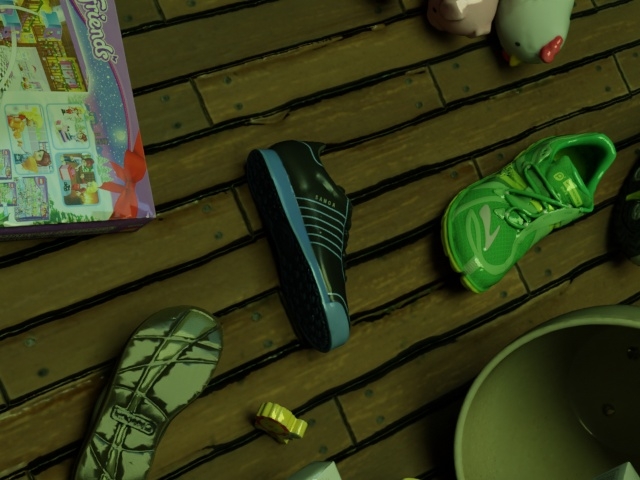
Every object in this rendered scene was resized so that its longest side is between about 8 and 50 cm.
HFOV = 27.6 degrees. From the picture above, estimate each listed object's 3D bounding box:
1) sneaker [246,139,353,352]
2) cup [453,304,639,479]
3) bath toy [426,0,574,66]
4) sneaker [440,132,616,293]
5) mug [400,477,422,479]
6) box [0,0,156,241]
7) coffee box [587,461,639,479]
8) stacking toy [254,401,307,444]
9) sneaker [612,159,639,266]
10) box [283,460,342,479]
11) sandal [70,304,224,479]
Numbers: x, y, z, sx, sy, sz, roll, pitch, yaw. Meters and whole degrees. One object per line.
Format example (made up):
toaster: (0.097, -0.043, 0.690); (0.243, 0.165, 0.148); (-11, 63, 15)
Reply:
sneaker: (0.000, 0.000, 1.384); (0.090, 0.081, 0.232); (-14, 81, -29)
cup: (0.337, 0.202, 1.427); (0.331, 0.331, 0.237); (59, 27, -4)
bath toy: (0.172, -0.312, 1.573); (0.348, 0.151, 0.129); (29, 35, -30)
sneaker: (0.247, -0.050, 1.539); (0.109, 0.123, 0.295); (53, 55, -8)
mug: (0.101, 0.290, 1.342); (0.064, 0.078, 0.062); (18, 102, -39)
box: (-0.284, -0.146, 1.259); (0.201, 0.057, 0.293); (-5, 77, -34)
coffee box: (0.236, 0.346, 1.314); (0.141, 0.247, 0.098); (57, 24, -3)
stacking toy: (-0.003, 0.288, 1.304); (0.221, 0.052, 0.167); (36, 58, -20)
sneaker: (0.516, -0.093, 1.722); (0.147, 0.145, 0.384); (46, 57, -12)
box: (-0.036, 0.314, 1.220); (0.186, 0.038, 0.145); (-28, 99, -37)
sandal: (-0.170, 0.159, 1.238); (0.090, 0.060, 0.219); (28, 75, -16)
